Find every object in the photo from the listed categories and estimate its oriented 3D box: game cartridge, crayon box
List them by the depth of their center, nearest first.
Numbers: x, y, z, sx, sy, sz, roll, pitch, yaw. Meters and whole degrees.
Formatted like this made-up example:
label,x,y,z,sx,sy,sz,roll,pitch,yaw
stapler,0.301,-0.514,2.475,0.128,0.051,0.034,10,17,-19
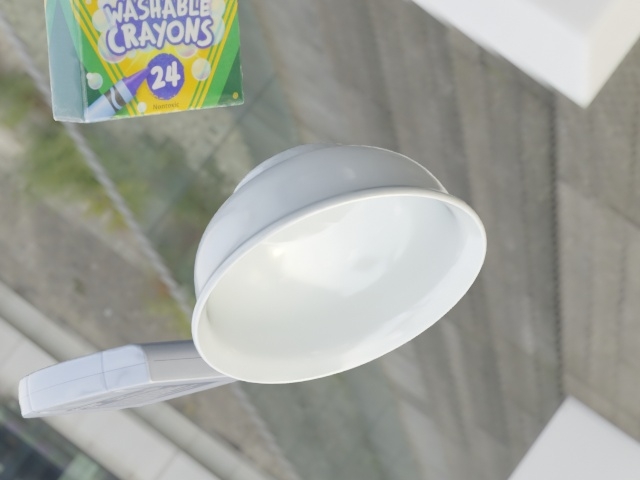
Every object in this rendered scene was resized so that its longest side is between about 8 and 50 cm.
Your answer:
label,x,y,z,sx,sy,sz,roll,pitch,yaw
crayon box,-0.196,-0.298,1.971,0.083,0.203,0.323,10,106,54
game cartridge,-0.225,0.162,2.149,0.196,0.060,0.294,-6,172,-40

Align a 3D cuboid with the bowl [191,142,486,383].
label,x,y,z,sx,sy,sz,roll,pitch,yaw
bowl,0.000,0.000,1.749,0.298,0.298,0.134,58,-172,-58
